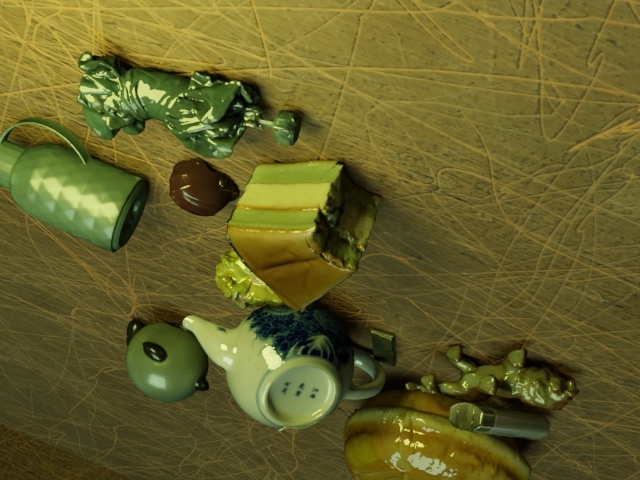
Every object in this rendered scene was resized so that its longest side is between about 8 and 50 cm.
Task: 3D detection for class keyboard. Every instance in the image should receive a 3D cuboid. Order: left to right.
[{"bbox_3d":[0.128,0.217,1.883,0.049,0.015,0.129,18,151,18],"label":"keyboard"}]

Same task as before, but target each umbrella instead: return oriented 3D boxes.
[{"bbox_3d":[-0.200,-0.191,1.374,0.349,0.094,0.143,15,154,11],"label":"umbrella"}]

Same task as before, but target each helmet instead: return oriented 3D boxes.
[{"bbox_3d":[-0.204,-0.079,1.577,0.123,0.070,0.098,37,147,-21],"label":"helmet"}]

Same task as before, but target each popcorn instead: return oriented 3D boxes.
[{"bbox_3d":[-0.122,0.066,1.716,0.145,0.126,0.126,1,172,6],"label":"popcorn"}]

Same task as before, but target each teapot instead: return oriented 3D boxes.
[{"bbox_3d":[-0.064,0.224,1.824,0.424,0.280,0.252,14,112,-20],"label":"teapot"}]

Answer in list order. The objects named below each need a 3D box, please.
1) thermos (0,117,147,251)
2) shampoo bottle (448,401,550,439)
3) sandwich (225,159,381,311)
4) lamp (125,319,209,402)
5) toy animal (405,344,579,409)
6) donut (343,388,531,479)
[{"bbox_3d":[-0.457,-0.108,1.646,0.286,0.145,0.182,24,118,1],"label":"thermos"},{"bbox_3d":[0.352,0.354,1.820,0.227,0.056,0.086,16,168,-41],"label":"shampoo bottle"},{"bbox_3d":[0.000,0.000,1.477,0.198,0.155,0.227,0,143,34],"label":"sandwich"},{"bbox_3d":[-0.367,0.275,2.169,0.198,0.198,0.244,41,168,-29],"label":"lamp"},{"bbox_3d":[0.332,0.271,1.756,0.312,0.097,0.157,-8,144,45],"label":"toy animal"},{"bbox_3d":[0.249,0.484,2.048,0.449,0.198,0.449,15,150,9],"label":"donut"}]
